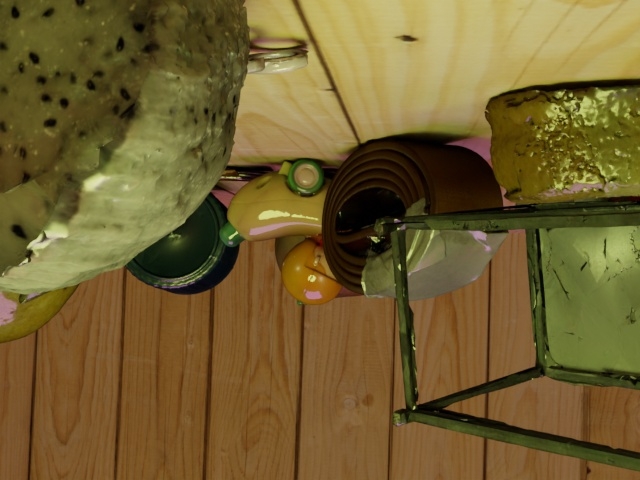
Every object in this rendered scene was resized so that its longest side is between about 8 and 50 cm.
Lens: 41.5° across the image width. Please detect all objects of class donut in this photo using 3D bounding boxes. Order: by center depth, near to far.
[{"bbox_3d":[0.295,-0.089,0.888,0.271,0.107,0.272,1,180,0],"label":"donut"}]

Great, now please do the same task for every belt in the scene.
[{"bbox_3d":[0.112,-0.026,1.158,0.122,0.218,0.338,2,176,-24],"label":"belt"}]

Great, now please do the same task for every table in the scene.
[{"bbox_3d":[0.272,0.072,0.824,0.272,0.223,0.335,-7,-176,-40],"label":"table"}]

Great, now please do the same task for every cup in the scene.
[{"bbox_3d":[-0.315,-0.032,1.793,0.242,0.308,0.292,-30,179,-4],"label":"cup"}]

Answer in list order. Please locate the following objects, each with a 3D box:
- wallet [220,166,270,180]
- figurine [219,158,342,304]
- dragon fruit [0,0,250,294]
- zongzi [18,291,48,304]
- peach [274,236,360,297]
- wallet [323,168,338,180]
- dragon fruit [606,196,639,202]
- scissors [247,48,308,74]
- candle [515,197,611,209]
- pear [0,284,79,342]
[{"bbox_3d":[-0.170,-0.118,1.508,0.176,0.026,0.095,4,-176,1],"label":"wallet"},{"bbox_3d":[0.000,0.000,1.400,0.324,0.222,0.124,25,174,-4],"label":"figurine"},{"bbox_3d":[-0.174,-0.070,0.543,0.282,0.204,0.221,2,178,19],"label":"dragon fruit"},{"bbox_3d":[-0.293,-0.028,1.074,0.125,0.274,0.251,43,164,-6],"label":"zongzi"},{"bbox_3d":[0.039,0.020,1.979,0.292,0.248,0.292,15,-164,-4],"label":"peach"},{"bbox_3d":[0.037,-0.105,1.599,0.137,0.031,0.255,-1,178,28],"label":"wallet"},{"bbox_3d":[0.596,0.025,1.440,0.277,0.278,0.342,2,178,10],"label":"dragon fruit"},{"bbox_3d":[-0.095,-0.146,0.710,0.189,0.015,0.100,11,-157,44],"label":"scissors"},{"bbox_3d":[0.447,-0.072,1.616,0.192,0.068,0.168,5,179,-19],"label":"candle"},{"bbox_3d":[-0.484,-0.008,1.259,0.303,0.304,0.304,2,178,0],"label":"pear"}]
